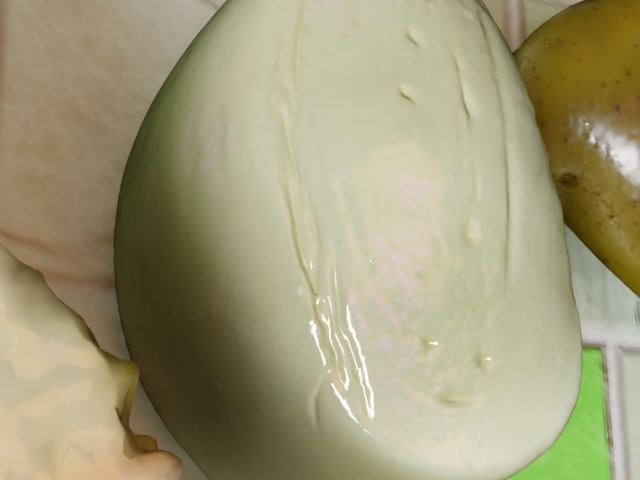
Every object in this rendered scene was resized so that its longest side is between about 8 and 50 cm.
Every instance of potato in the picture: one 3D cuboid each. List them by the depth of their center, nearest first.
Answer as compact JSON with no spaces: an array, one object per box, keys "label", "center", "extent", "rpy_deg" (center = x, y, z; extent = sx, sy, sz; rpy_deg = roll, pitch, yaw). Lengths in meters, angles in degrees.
[{"label":"potato","center":[0.267,-0.026,0.717],"extent":[0.369,0.176,0.195],"rpy_deg":[23,107,-8]}]

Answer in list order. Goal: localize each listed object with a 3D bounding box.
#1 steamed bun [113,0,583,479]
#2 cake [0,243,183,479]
[{"label":"steamed bun","center":[0.000,0.000,0.552],"extent":[0.155,0.200,0.250],"rpy_deg":[-9,75,-25]},{"label":"cake","center":[-0.197,0.112,0.372],"extent":[0.293,0.314,0.307],"rpy_deg":[-28,88,-27]}]
